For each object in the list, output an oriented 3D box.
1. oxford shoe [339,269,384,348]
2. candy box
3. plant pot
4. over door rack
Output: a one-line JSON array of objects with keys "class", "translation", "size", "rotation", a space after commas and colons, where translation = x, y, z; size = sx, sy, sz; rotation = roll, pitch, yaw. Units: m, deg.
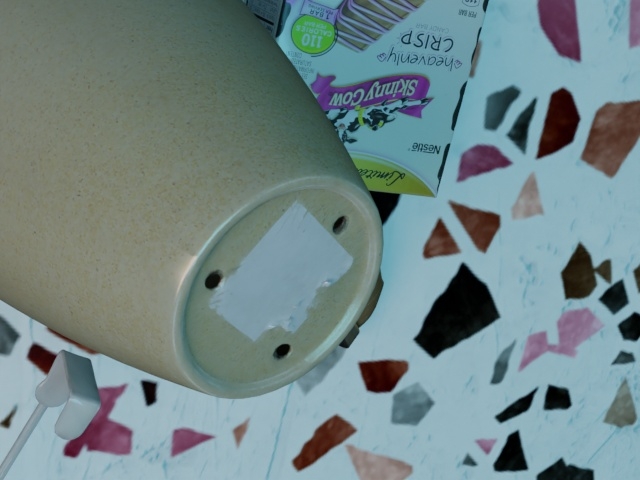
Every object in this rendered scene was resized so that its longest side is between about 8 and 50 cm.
[{"class": "oxford shoe", "translation": [0.000, 0.000, 0.835], "size": [0.076, 0.076, 0.212], "rotation": [-50, 152, -13]}, {"class": "candy box", "translation": [0.031, -0.155, 0.806], "size": [0.159, 0.071, 0.233], "rotation": [5, 109, -26]}, {"class": "plant pot", "translation": [-0.099, -0.040, 0.639], "size": [0.256, 0.274, 0.256], "rotation": [-23, 131, -29]}, {"class": "over door rack", "translation": [-0.321, 0.138, 0.730], "size": [0.239, 0.108, 0.324], "rotation": [24, 120, -30]}]
